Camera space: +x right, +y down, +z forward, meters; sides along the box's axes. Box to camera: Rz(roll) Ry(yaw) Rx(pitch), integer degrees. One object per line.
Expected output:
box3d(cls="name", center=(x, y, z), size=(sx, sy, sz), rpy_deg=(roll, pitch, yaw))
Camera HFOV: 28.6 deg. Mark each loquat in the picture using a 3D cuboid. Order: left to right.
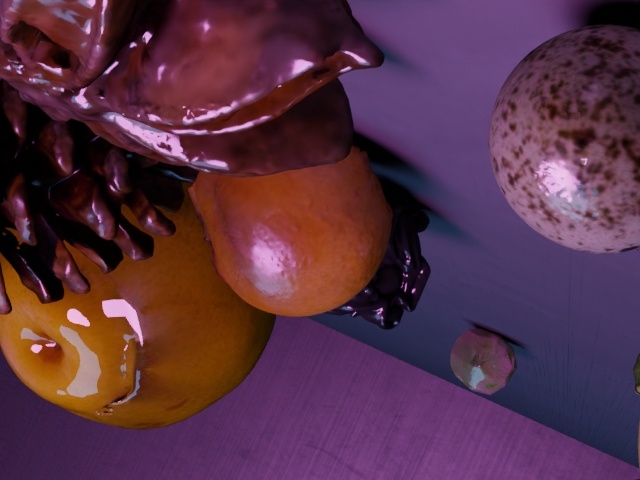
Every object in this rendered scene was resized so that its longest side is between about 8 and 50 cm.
box3d(cls="loquat", center=(-0.019, -0.018, 0.878), size=(0.141, 0.141, 0.141), rpy_deg=(25, 173, 3))

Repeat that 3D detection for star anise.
box3d(cls="star anise", center=(-0.115, -0.115, 0.609), size=(0.315, 0.108, 0.315), rpy_deg=(25, 177, 2))

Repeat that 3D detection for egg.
box3d(cls="egg", center=(0.108, -0.036, 0.474), size=(0.085, 0.085, 0.110), rpy_deg=(22, 175, 23))

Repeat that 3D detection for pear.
box3d(cls="pear", center=(-0.169, 0.029, 1.252), size=(0.285, 0.336, 0.285), rpy_deg=(16, 141, 14))

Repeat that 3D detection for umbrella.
box3d(cls="umbrella", center=(0.001, 0.000, 1.078), size=(0.272, 0.122, 0.110), rpy_deg=(20, 129, 64))

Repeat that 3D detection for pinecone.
box3d(cls="pinecone", center=(-0.241, -0.055, 0.931), size=(0.309, 0.244, 0.244), rpy_deg=(-4, 179, -12))

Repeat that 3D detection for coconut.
box3d(cls="coconut", center=(0.206, 0.152, 1.584), size=(0.082, 0.083, 0.081), rpy_deg=(0, 174, 19))

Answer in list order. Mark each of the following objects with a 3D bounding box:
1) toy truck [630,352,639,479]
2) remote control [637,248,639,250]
box3d(cls="toy truck", center=(0.351, 0.166, 0.966), size=(0.211, 0.148, 0.187), rpy_deg=(-3, 161, 29))
box3d(cls="remote control", center=(0.175, -0.014, 0.700), size=(0.039, 0.014, 0.096), rpy_deg=(18, 169, 46))
